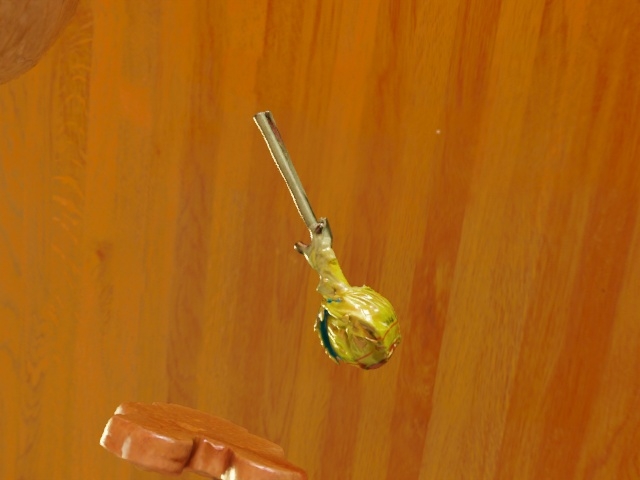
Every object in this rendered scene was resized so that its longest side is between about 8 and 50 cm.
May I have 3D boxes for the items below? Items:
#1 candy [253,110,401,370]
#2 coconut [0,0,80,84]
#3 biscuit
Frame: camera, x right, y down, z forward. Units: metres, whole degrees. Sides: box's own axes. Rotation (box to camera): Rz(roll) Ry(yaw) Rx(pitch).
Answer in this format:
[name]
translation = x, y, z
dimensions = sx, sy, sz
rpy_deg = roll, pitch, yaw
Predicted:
[candy]
translation = -0.003, 0.001, 0.554
dimensions = 0.077, 0.073, 0.262
rpy_deg = -23, 93, 38
[coconut]
translation = -0.408, -0.288, 0.526
dimensions = 0.405, 0.404, 0.404
rpy_deg = 2, 101, 11
[biscuit]
translation = -0.134, 0.229, 0.657
dimensions = 0.202, 0.334, 0.047
rpy_deg = 21, 77, -11
